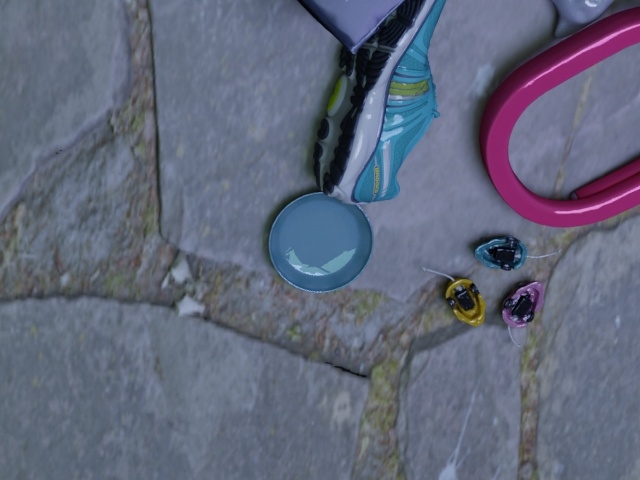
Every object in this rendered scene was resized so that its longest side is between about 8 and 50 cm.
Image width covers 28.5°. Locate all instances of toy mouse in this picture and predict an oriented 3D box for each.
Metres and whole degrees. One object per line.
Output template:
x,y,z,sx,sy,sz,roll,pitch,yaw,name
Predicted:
0.215,0.045,1.463,0.143,0.031,0.161,-36,109,4,toy mouse

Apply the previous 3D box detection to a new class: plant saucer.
0.000,0.000,1.423,0.119,0.021,0.119,-2,108,-7,plant saucer

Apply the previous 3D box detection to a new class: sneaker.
0.078,-0.168,1.357,0.110,0.107,0.275,9,112,-31,sneaker

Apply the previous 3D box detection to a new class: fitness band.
0.317,-0.135,1.385,0.291,0.054,0.209,-29,118,10,fitness band

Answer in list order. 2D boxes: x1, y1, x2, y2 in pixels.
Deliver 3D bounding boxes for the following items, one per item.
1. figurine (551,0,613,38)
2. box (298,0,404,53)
0.314,-0.336,1.336,0.210,0.092,0.214,-20,110,7,figurine
-0.012,-0.428,1.186,0.293,0.212,0.395,-43,107,6,box
